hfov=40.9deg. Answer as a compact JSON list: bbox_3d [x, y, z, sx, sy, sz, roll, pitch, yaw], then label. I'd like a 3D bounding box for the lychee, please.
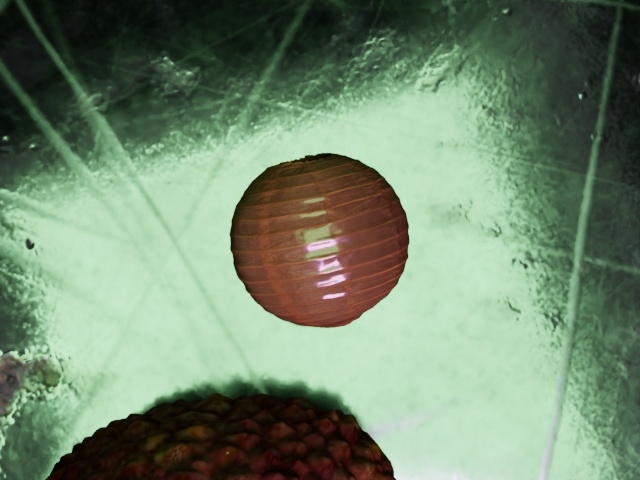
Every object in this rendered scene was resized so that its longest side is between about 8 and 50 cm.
[{"bbox_3d":[-0.071,0.214,0.573,0.271,0.236,0.236,-30,86,-19],"label":"lychee"}]

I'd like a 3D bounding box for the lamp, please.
[{"bbox_3d":[0.000,0.000,0.639,0.136,0.136,0.136,0,85,-1],"label":"lamp"}]
